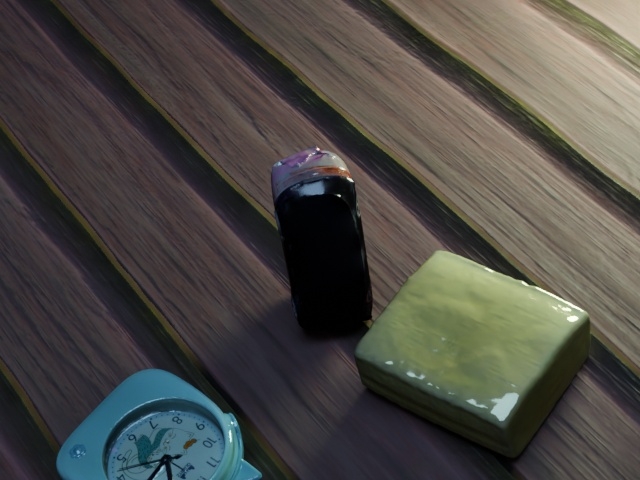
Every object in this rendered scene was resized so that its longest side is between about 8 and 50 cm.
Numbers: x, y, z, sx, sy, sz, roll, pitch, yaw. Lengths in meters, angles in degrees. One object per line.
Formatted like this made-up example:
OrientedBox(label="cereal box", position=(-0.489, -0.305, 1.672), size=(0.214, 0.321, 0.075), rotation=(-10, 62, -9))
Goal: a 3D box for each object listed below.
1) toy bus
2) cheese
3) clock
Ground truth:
OrientedBox(label="toy bus", position=(0.000, 0.000, 2.100), size=(0.127, 0.303, 0.147), rotation=(-13, 40, -3))
OrientedBox(label="cheese", position=(0.224, 0.159, 2.034), size=(0.265, 0.124, 0.242), rotation=(23, 59, 28))
OrientedBox(label="clock", position=(-0.220, 0.321, 1.982), size=(0.274, 0.094, 0.223), rotation=(28, 58, 28))
